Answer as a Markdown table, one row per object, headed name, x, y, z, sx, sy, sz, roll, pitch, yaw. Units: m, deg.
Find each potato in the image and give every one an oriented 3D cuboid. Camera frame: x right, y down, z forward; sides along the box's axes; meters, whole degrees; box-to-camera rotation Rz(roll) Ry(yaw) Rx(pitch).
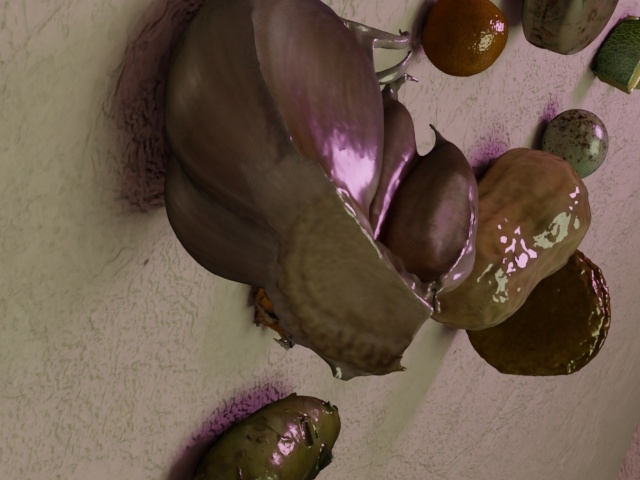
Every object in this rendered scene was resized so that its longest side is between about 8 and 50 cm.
| name | x | y | z | sx | sy | sz | roll | pitch | yaw |
| --- | --- | --- | --- | --- | --- | --- | --- | --- | --- |
| potato | -0.046 | 0.204 | 1.283 | 0.225 | 0.090 | 0.117 | -33 | 156 | -58 |

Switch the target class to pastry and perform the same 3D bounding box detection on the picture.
| name | x | y | z | sx | sy | sz | roll | pitch | yaw |
| --- | --- | --- | --- | --- | --- | --- | --- | --- | --- |
| pastry | 0.270 | 0.085 | 1.742 | 0.103 | 0.188 | 0.189 | 6 | 108 | -65 |

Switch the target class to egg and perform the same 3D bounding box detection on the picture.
| name | x | y | z | sx | sy | sz | roll | pitch | yaw |
| --- | --- | --- | --- | --- | --- | --- | --- | --- | --- |
| egg | 0.324 | -0.121 | 1.786 | 0.085 | 0.085 | 0.110 | -56 | 171 | -22 |

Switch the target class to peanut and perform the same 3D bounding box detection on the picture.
| name | x | y | z | sx | sy | sz | roll | pitch | yaw |
| --- | --- | --- | --- | --- | --- | --- | --- | --- | --- |
| peanut | 0.218 | -0.014 | 1.578 | 0.291 | 0.143 | 0.159 | -41 | 171 | -46 |

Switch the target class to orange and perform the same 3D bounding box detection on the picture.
| name | x | y | z | sx | sy | sz | roll | pitch | yaw |
| --- | --- | --- | --- | --- | --- | --- | --- | --- | --- |
| orange | 0.134 | -0.191 | 1.296 | 0.085 | 0.085 | 0.085 | -48 | 153 | -36 |

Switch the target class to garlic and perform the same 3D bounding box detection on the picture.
| name | x | y | z | sx | sy | sz | roll | pitch | yaw |
| --- | --- | --- | --- | --- | --- | --- | --- | --- | --- |
| garlic | 0.006 | -0.061 | 0.958 | 0.292 | 0.237 | 0.210 | -95 | -164 | -45 |

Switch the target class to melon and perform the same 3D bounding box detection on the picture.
| name | x | y | z | sx | sy | sz | roll | pitch | yaw |
| --- | --- | --- | --- | --- | --- | --- | --- | --- | --- |
| melon | 0.436 | -0.256 | 1.930 | 0.118 | 0.064 | 0.209 | -68 | 160 | 4 |

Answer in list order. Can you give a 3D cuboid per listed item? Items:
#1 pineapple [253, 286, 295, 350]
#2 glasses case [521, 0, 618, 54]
| name | x | y | z | sx | sy | sz | roll | pitch | yaw |
| --- | --- | --- | --- | --- | --- | --- | --- | --- | --- |
| pineapple | 0.000 | 0.000 | 1.243 | 0.221 | 0.047 | 0.221 | -52 | 154 | -39 |
| glasses case | 0.297 | -0.393 | 1.420 | 0.156 | 0.098 | 0.425 | -37 | 145 | -54 |
